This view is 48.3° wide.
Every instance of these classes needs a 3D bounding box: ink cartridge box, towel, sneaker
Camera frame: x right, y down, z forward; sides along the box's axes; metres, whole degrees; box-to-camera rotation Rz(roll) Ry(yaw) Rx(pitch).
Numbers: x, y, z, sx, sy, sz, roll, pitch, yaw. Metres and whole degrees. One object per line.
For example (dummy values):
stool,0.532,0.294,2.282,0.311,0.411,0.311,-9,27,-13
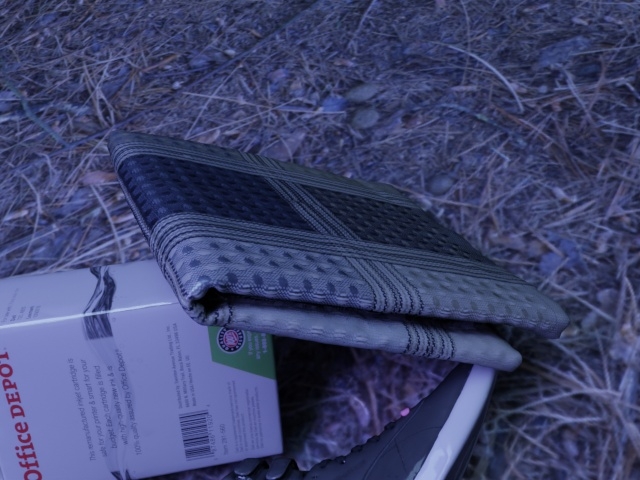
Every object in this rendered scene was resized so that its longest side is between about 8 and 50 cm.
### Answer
ink cartridge box,-0.148,0.103,0.574,0.220,0.160,0.092,-7,25,-9
towel,0.000,0.000,0.599,0.325,0.056,0.312,9,20,-29
sneaker,0.016,0.178,0.541,0.147,0.104,0.295,28,65,26
